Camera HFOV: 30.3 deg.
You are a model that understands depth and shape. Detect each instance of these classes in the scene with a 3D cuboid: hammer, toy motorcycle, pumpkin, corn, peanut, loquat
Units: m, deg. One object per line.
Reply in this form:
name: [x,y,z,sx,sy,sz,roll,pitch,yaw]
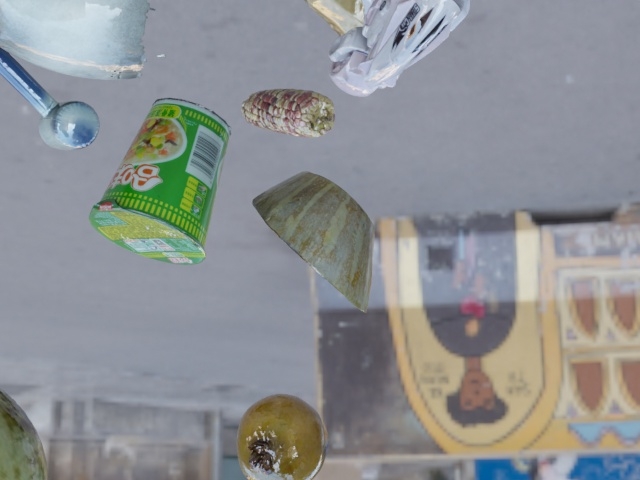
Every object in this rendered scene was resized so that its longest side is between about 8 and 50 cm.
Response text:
hammer: [-0.393,-0.203,1.638,0.194,0.069,0.116,47,163,-22]
toy motorcycle: [0.093,-0.225,1.202,0.113,0.112,0.254,10,146,-34]
pumpkin: [0.011,-0.012,1.602,0.217,0.110,0.217,39,180,0]
corn: [-0.072,-0.266,2.455,0.098,0.098,0.290,9,-177,-32]
peanut: [0.055,-0.408,2.005,0.130,0.130,0.290,-14,134,44]
loquat: [-0.059,0.309,1.796,0.137,0.163,0.163,10,169,18]

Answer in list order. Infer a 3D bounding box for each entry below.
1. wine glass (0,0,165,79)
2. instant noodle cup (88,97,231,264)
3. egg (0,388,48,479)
wine glass: [-0.380,-0.310,1.519,0.357,0.190,0.190,3,166,-15]
instant noodle cup: [-0.252,-0.106,1.978,0.207,0.232,0.207,16,160,6]
egg: [-0.409,0.237,1.200,0.238,0.238,0.289,-6,137,23]
